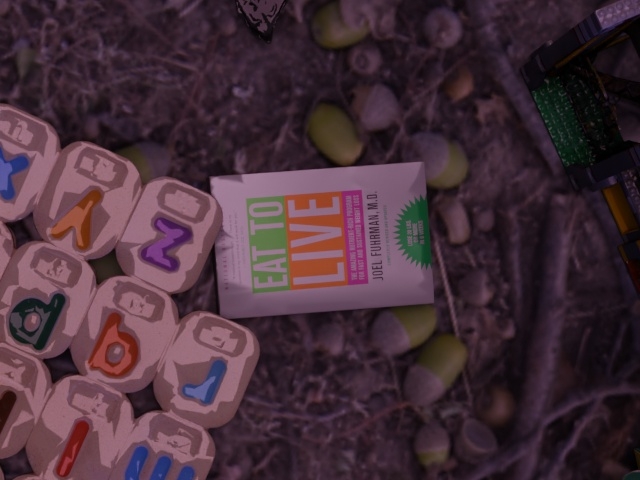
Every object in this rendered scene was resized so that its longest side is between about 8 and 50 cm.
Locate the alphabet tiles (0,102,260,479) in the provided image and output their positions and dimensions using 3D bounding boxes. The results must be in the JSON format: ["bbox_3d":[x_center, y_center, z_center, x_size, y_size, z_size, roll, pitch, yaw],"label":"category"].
[{"bbox_3d":[-0.191,0.068,0.923,0.284,0.021,0.278,24,88,-4],"label":"alphabet tiles"}]

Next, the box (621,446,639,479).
[{"bbox_3d":[0.285,0.173,0.969,0.179,0.043,0.105,-15,102,-11],"label":"box"}]

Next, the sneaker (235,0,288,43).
[{"bbox_3d":[-0.013,-0.224,0.975,0.089,0.051,0.170,41,85,-2],"label":"sneaker"}]

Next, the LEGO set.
[{"bbox_3d":[0.287,-0.059,0.926,0.255,0.192,0.331,-15,87,-9],"label":"LEGO set"}]

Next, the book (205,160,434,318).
[{"bbox_3d":[0.000,0.000,0.964,0.144,0.035,0.096,-5,91,-9],"label":"book"}]
